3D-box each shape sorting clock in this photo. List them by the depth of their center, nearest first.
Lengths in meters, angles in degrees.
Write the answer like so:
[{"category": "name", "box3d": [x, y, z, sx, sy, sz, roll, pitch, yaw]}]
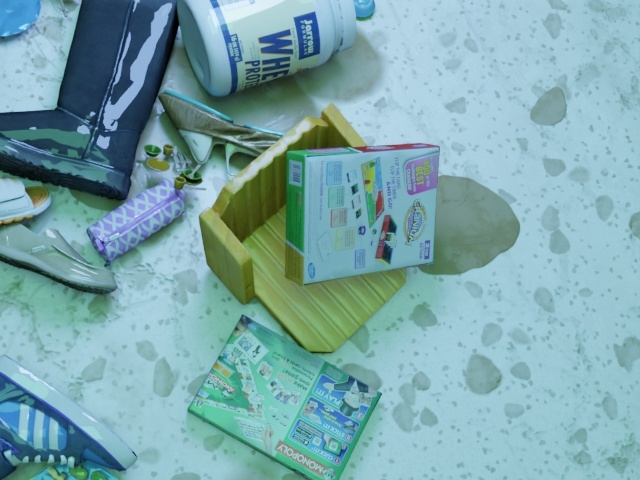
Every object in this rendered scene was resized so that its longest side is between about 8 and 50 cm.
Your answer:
[{"category": "shape sorting clock", "box3d": [-0.447, 0.496, 1.567, 0.206, 0.040, 0.206, 3, 72, -10]}]

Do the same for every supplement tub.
[{"category": "supplement tub", "box3d": [-0.112, -0.453, 1.820, 0.324, 0.235, 0.236, -20, 77, -15]}]

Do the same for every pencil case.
[{"category": "pencil case", "box3d": [-0.364, -0.041, 1.724, 0.206, 0.088, 0.086, -37, 91, -19]}]

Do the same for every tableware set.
[{"category": "tableware set", "box3d": [-0.294, -0.151, 1.750, 0.104, 0.024, 0.154, 0, 36, -30]}]

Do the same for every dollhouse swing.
[{"category": "dollhouse swing", "box3d": [0.000, 0.000, 1.688, 0.347, 0.315, 0.305, -41, 73, -19]}]

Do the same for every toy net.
[{"category": "toy net", "box3d": [0.030, -0.599, 1.995, 0.122, 0.045, 0.232, -27, 78, -15]}]

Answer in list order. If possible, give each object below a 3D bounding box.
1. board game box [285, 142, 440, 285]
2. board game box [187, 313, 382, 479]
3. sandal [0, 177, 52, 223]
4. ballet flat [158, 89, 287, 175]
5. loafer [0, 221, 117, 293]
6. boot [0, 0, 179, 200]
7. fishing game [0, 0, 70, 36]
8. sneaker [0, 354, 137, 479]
[{"category": "board game box", "box3d": [0.083, -0.056, 1.654, 0.316, 0.064, 0.242, -7, 106, -33]}, {"category": "board game box", "box3d": [-0.068, 0.313, 1.690, 0.317, 0.046, 0.214, 30, 71, 0]}, {"category": "sandal", "box3d": [-0.629, -0.073, 1.638, 0.265, 0.076, 0.102, -23, 37, -39]}, {"category": "ballet flat", "box3d": [-0.187, -0.201, 1.809, 0.342, 0.116, 0.124, 19, 89, -8]}, {"category": "loafer", "box3d": [-0.511, 0.026, 1.670, 0.268, 0.102, 0.092, 21, 76, -3]}, {"category": "boot", "box3d": [-0.505, -0.338, 1.757, 0.366, 0.146, 0.445, 17, 74, -15]}, {"category": "fishing game", "box3d": [-0.680, -0.502, 1.839, 0.264, 0.041, 0.189, -22, 74, -16]}, {"category": "sneaker", "box3d": [-0.518, 0.381, 1.549, 0.322, 0.130, 0.236, 35, 74, 1]}]
